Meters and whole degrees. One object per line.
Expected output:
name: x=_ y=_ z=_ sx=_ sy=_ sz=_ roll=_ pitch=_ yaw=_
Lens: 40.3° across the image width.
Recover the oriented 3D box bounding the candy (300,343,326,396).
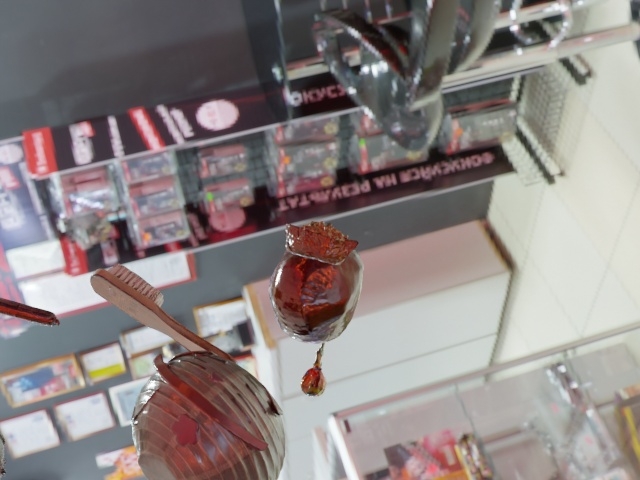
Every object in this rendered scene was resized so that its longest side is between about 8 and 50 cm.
candy: x=0.002 y=0.248 z=1.912 sx=0.060 sy=0.060 sz=0.201 roll=103 pitch=-178 yaw=-66

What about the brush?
brush: x=-0.292 y=0.146 z=1.672 sx=0.327 sy=0.065 sz=0.070 roll=35 pitch=139 yaw=0

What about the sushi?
sushi: x=-0.001 y=-0.001 z=1.221 sx=0.061 sy=0.117 sz=0.060 roll=36 pitch=-109 yaw=-74

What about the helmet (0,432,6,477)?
helmet: x=-0.602 y=0.356 z=1.361 sx=0.193 sy=0.215 sz=0.189 roll=66 pitch=149 yaw=26

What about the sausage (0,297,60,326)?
sausage: x=-0.491 y=0.099 z=1.322 sx=0.028 sy=0.198 sz=0.025 roll=106 pitch=178 yaw=-52

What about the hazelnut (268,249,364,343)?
hazelnut: x=-0.005 y=0.086 z=1.619 sx=0.170 sy=0.202 sz=0.160 roll=30 pitch=159 yaw=-4

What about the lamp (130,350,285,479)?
lamp: x=-0.173 y=0.297 z=1.366 sx=0.265 sy=0.233 sz=0.233 roll=37 pitch=158 yaw=11
